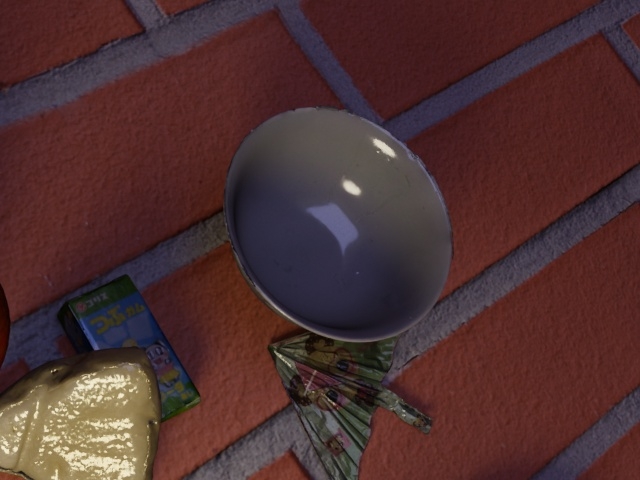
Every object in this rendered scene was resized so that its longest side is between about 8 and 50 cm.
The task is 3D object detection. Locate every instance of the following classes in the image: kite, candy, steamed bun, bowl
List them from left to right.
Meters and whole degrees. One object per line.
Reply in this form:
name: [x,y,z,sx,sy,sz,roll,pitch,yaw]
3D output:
steamed bun: [-0.299,0.214,1.463,0.212,0.231,0.110,8,20,-6]
candy: [-0.246,0.149,1.559,0.097,0.062,0.194,-27,81,-32]
bowl: [0.000,0.000,1.692,0.346,0.157,0.345,10,63,-21]
kite: [0.042,0.207,1.705,0.268,0.013,0.323,25,61,-13]

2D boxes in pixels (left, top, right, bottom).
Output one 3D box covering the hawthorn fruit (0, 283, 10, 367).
hawthorn fruit: [-0.487,0.103,1.354,0.284,0.284,0.284,11,63,-22]
